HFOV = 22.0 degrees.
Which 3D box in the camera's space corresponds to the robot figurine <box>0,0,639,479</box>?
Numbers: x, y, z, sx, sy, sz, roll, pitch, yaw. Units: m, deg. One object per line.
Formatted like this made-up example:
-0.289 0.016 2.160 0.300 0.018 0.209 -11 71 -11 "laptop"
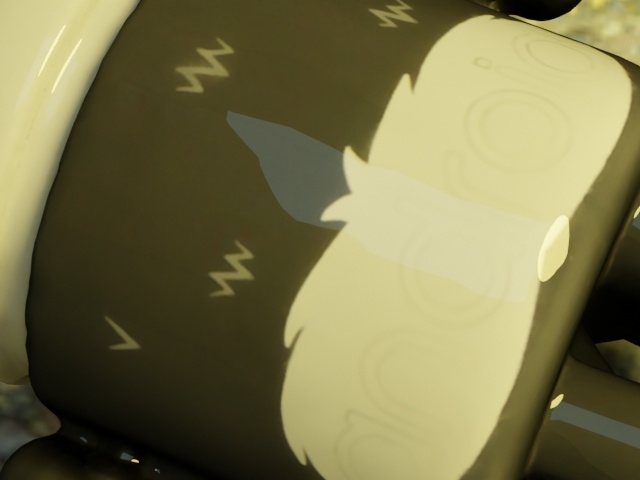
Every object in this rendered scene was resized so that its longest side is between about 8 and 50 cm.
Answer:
0.001 -0.001 0.519 0.278 0.173 0.209 22 41 12 "robot figurine"
